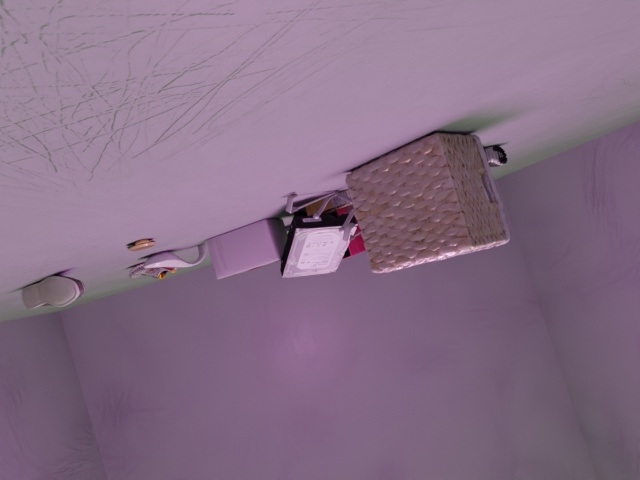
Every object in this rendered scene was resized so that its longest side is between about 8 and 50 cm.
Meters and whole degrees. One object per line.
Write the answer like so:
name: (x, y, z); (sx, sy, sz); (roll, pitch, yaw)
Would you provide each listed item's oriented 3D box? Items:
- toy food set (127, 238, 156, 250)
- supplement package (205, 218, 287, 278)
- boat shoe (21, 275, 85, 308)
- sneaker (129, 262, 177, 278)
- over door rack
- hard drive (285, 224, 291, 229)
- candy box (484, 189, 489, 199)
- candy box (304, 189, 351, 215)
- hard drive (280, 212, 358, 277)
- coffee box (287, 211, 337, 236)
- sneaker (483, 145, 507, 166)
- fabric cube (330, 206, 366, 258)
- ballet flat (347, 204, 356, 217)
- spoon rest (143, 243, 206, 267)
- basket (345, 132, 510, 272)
toy food set: (-0.552, 0.014, 1.319); (0.083, 0.020, 0.083); (-18, 178, 18)
supplement package: (-0.294, 0.034, 1.797); (0.293, 0.175, 0.177); (-18, 177, 19)
boat shoe: (-0.918, 0.177, 1.495); (0.305, 0.109, 0.091); (-12, -179, 28)
sneaker: (-0.745, 0.135, 1.904); (0.226, 0.092, 0.088); (-17, 178, 10)
over door rack: (0.061, -0.068, 1.382); (0.240, 0.108, 0.324); (28, -159, 25)
hard drive: (-0.153, -0.071, 2.265); (0.135, 0.022, 0.094); (-18, 178, 5)
candy box: (0.504, -0.212, 1.564); (0.070, 0.196, 0.165); (-16, 177, -31)
candy box: (0.040, -0.141, 1.635); (0.187, 0.053, 0.109); (-16, 178, 6)
hard drive: (-0.016, 0.027, 1.633); (0.237, 0.064, 0.338); (-4, 147, -19)
coffee box: (0.002, -0.048, 1.876); (0.168, 0.118, 0.297); (24, -167, 18)
sneaker: (0.619, -0.311, 1.632); (0.235, 0.078, 0.106); (-11, 177, -39)
fabric cube: (0.061, -0.023, 2.167); (0.259, 0.253, 0.258); (-19, 179, 28)
ballet flat: (0.232, -0.186, 1.698); (0.316, 0.107, 0.106); (-23, 156, 20)
spoon rest: (-0.601, 0.080, 1.792); (0.137, 0.084, 0.277); (-20, 178, 44)
basket: (0.299, -0.097, 1.205); (0.332, 0.327, 0.267); (-19, 175, 39)
